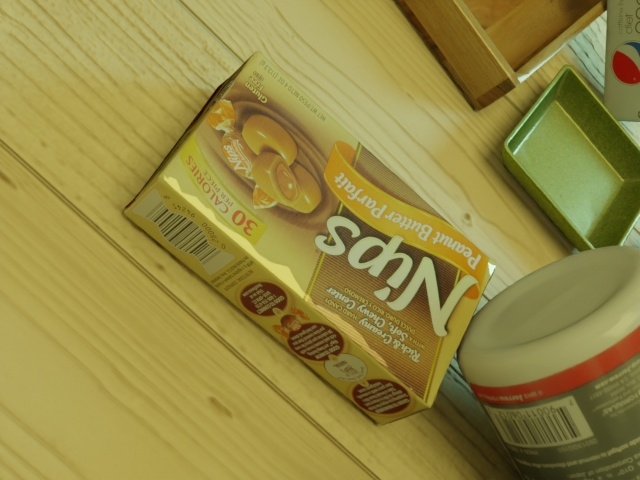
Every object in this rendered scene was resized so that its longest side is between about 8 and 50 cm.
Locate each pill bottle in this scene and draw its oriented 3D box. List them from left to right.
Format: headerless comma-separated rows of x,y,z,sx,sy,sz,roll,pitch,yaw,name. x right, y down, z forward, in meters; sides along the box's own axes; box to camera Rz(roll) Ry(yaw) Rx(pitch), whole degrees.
0.299,0.205,0.984,0.210,0.210,0.363,-40,105,-38,pill bottle

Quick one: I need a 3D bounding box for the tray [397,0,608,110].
0.260,-0.341,1.287,0.203,0.076,0.411,53,51,-4,tray

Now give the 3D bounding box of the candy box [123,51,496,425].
0.000,0.000,0.960,0.316,0.087,0.183,41,53,-13,candy box

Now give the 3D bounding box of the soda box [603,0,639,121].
0.399,-0.256,1.281,0.069,0.074,0.216,-12,106,-48,soda box

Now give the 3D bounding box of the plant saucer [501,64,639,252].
0.299,-0.085,1.222,0.188,0.045,0.188,48,53,-8,plant saucer
